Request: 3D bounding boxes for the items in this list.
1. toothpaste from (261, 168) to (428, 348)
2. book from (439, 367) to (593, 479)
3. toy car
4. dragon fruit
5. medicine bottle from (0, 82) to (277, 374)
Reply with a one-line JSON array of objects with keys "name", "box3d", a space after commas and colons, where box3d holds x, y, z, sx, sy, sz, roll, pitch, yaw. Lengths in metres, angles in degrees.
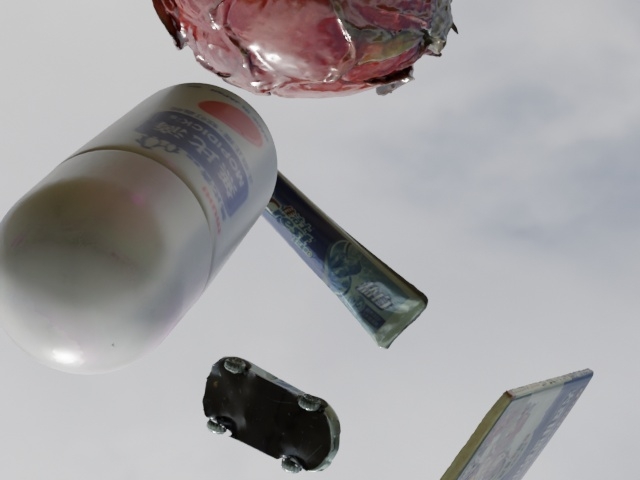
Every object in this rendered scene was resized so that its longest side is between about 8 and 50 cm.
[{"name": "toothpaste", "box3d": [-0.001, 0.001, 1.738, 0.268, 0.047, 0.069, 44, -103, 5]}, {"name": "book", "box3d": [0.208, 0.251, 1.850, 0.018, 0.228, 0.322, 39, -163, 21]}, {"name": "toy car", "box3d": [-0.058, 0.209, 1.923, 0.205, 0.095, 0.056, 23, -167, 29]}, {"name": "dragon fruit", "box3d": [-0.027, -0.274, 1.633, 0.342, 0.277, 0.277, 12, -141, 10]}, {"name": "medicine bottle", "box3d": [-0.124, -0.013, 1.092, 0.130, 0.130, 0.341, 1, -163, 11]}]
